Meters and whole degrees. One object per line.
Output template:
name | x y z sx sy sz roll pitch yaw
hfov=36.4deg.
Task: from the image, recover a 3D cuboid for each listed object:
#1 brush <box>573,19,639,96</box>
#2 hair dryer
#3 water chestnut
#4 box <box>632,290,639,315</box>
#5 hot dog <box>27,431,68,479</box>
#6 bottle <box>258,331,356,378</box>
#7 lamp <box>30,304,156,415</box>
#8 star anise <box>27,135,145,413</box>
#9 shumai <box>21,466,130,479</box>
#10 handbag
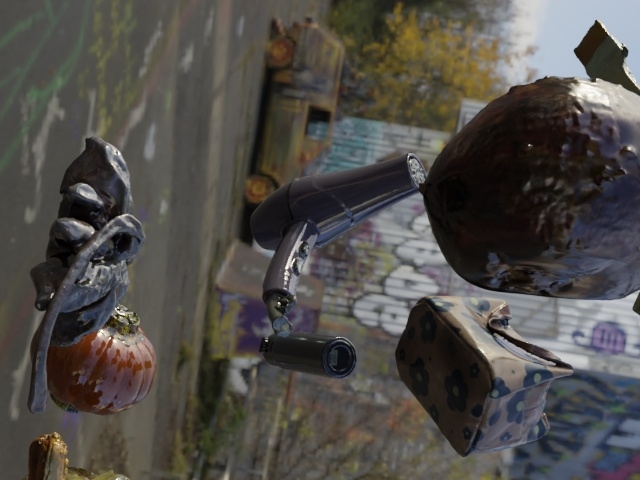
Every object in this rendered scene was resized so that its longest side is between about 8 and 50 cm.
brush | 0.489 -0.245 1.557 0.085 0.020 0.337 -57 -151 32
hair dryer | -0.002 0.015 1.465 0.121 0.301 0.361 54 34 -27
water chestnut | 0.300 -0.084 1.243 0.350 0.350 0.302 96 1 -66
box | 0.686 0.010 1.791 0.045 0.210 0.270 47 -29 32
hot dog | -0.396 0.359 1.406 0.071 0.045 0.165 9 -84 54
bottle | -0.025 0.203 1.754 0.244 0.082 0.072 -3 -107 59
lamp | -0.389 0.202 1.682 0.196 0.223 0.223 -57 -177 11
star anise | -0.313 0.038 1.342 0.316 0.139 0.360 -9 107 -86
shumai | -0.364 0.417 1.527 0.209 0.153 0.161 38 35 -36
handbag | 0.265 0.207 1.578 0.251 0.193 0.190 52 -46 48
